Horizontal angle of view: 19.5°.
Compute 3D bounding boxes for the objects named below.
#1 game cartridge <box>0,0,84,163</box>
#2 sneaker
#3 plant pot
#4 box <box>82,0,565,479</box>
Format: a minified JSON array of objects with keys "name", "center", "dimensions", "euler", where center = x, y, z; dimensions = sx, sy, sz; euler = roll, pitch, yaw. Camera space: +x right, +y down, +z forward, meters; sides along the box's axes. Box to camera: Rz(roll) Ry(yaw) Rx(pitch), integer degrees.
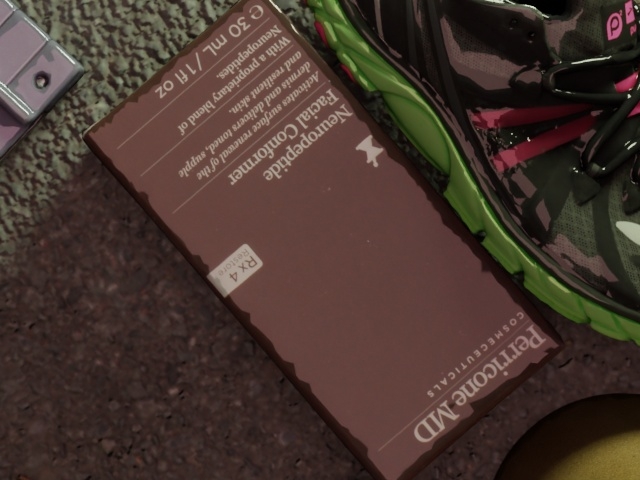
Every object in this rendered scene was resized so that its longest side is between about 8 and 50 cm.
[{"name":"game cartridge","center":[-0.398,-0.089,1.542],"dimensions":[0.230,0.068,0.355],"euler":[42,90,-6]},{"name":"sneaker","center":[0.190,-0.105,1.465],"dimensions":[0.483,0.185,0.202],"euler":[47,118,-5]},{"name":"plant pot","center":[0.259,0.247,1.463],"dimensions":[0.237,0.254,0.237],"euler":[0,90,-1]},{"name":"box","center":[0.000,0.000,1.513],"dimensions":[0.191,0.143,0.381],"euler":[-41,93,-1]}]
